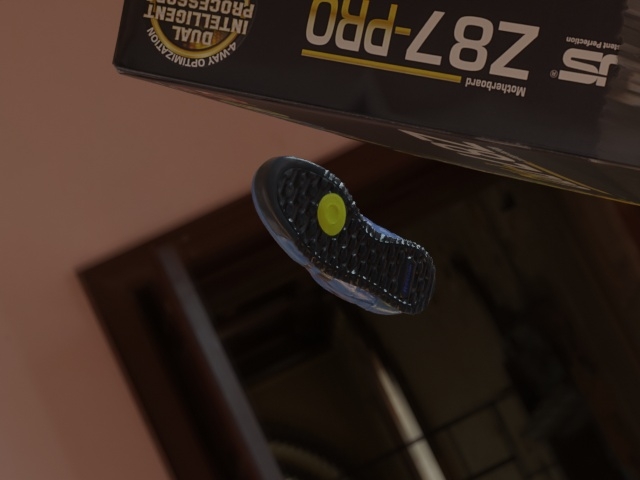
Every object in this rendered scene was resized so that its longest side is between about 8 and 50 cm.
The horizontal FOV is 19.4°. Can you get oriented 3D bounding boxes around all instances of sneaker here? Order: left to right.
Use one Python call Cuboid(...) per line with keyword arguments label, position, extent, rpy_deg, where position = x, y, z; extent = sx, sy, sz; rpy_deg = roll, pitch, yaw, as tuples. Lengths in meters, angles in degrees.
Cuboid(label="sneaker", position=(0.000, 0.000, 1.402), extent=(0.082, 0.069, 0.209), rpy_deg=(5, -20, 40))

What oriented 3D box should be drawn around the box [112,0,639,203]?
Cuboid(label="box", position=(0.123, -0.080, 1.024), extent=(0.318, 0.097, 0.395), rpy_deg=(11, 0, 25))
